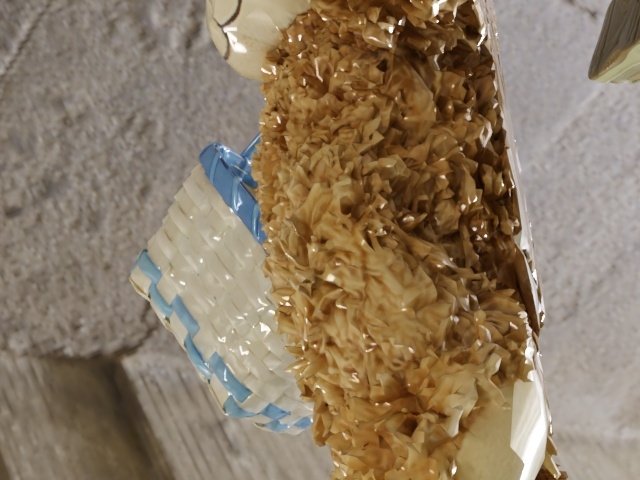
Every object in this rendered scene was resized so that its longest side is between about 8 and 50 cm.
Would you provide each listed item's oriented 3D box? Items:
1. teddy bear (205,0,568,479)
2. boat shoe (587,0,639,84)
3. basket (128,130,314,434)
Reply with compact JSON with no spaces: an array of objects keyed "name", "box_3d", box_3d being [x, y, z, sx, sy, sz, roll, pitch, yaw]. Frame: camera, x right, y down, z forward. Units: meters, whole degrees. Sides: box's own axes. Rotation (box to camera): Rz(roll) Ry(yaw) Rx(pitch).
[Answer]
[{"name":"teddy bear","box_3d":[0.016,-0.012,0.473,0.113,0.338,0.245,-10,161,9]},{"name":"boat shoe","box_3d":[0.189,-0.114,0.762,0.048,0.153,0.056,17,86,-2]},{"name":"basket","box_3d":[0.000,0.000,1.147,0.289,0.254,0.201,-46,148,15]}]
